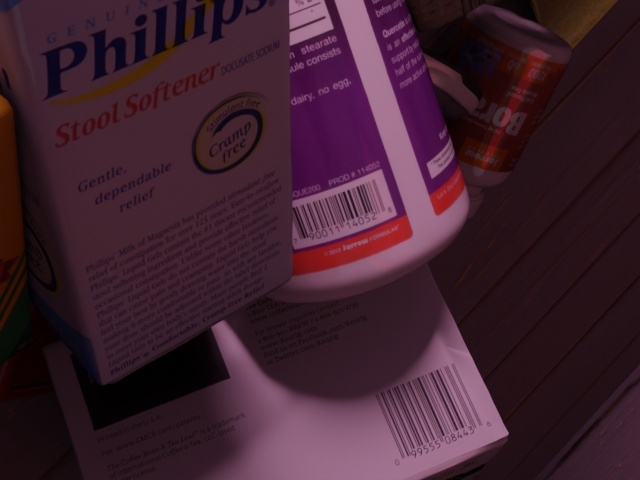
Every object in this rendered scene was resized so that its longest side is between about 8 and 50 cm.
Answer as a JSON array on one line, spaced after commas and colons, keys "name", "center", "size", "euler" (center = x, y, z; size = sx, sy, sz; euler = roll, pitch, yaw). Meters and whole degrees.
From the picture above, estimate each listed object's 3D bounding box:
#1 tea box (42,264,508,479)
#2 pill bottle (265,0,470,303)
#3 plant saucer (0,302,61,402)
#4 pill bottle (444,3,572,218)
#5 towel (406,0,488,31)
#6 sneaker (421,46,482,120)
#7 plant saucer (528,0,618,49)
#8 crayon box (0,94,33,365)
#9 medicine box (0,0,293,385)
[{"name": "tea box", "center": [-0.043, 0.183, 0.900], "size": [0.329, 0.220, 0.323], "euler": [-20, 159, -10]}, {"name": "pill bottle", "center": [-0.021, -0.129, 0.684], "size": [0.181, 0.181, 0.323], "euler": [-29, 109, -27]}, {"name": "plant saucer", "center": [-0.190, 0.043, 0.883], "size": [0.259, 0.048, 0.258], "euler": [-3, 127, -49]}, {"name": "pill bottle", "center": [0.175, -0.137, 1.054], "size": [0.121, 0.121, 0.216], "euler": [-7, 128, -46]}, {"name": "towel", "center": [0.184, -0.324, 0.795], "size": [0.312, 0.056, 0.324], "euler": [-26, 159, 5]}, {"name": "sneaker", "center": [0.024, -0.114, 0.894], "size": [0.295, 0.124, 0.178], "euler": [15, 108, -46]}, {"name": "plant saucer", "center": [0.292, -0.318, 1.075], "size": [0.188, 0.045, 0.188], "euler": [-47, 148, -3]}, {"name": "crayon box", "center": [-0.248, 0.022, 0.463], "size": [0.202, 0.081, 0.318], "euler": [-39, 166, -28]}, {"name": "medicine box", "center": [-0.152, -0.113, 0.560], "size": [0.149, 0.263, 0.289], "euler": [-31, 143, -26]}]
